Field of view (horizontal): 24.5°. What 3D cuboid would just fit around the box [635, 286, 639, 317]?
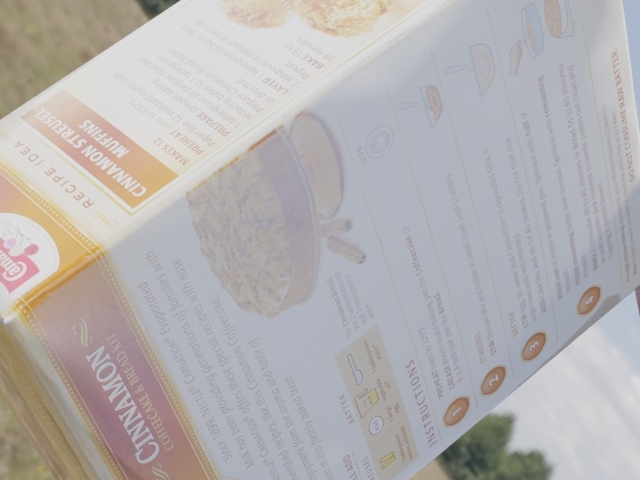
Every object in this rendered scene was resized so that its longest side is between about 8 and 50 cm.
[{"bbox_3d":[0.281,0.125,0.794,0.201,0.057,0.293,27,28,-10],"label":"box"}]

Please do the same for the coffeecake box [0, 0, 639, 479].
[{"bbox_3d":[0.000,0.000,0.405,0.068,0.185,0.142,36,-25,41],"label":"coffeecake box"}]
